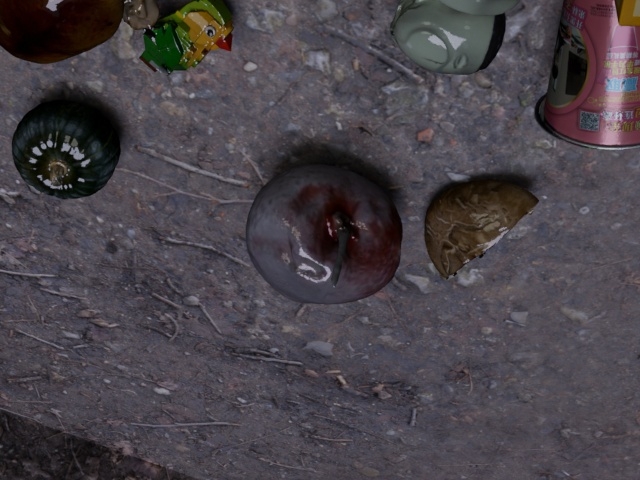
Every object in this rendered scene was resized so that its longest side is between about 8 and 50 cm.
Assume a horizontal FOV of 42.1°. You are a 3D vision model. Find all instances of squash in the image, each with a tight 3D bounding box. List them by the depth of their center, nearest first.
[{"bbox_3d":[-0.516,-0.184,1.689,0.218,0.172,0.218,2,107,5],"label":"squash"}]

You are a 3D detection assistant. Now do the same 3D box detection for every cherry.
[{"bbox_3d":[-0.011,-0.004,1.694,0.335,0.291,0.326,-9,154,42],"label":"cherry"}]

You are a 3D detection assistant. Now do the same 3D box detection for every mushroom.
[{"bbox_3d":[-0.442,-0.440,1.369,0.346,0.260,0.345,23,128,32],"label":"mushroom"},{"bbox_3d":[0.304,-0.045,1.716,0.151,0.156,0.286,48,132,1],"label":"mushroom"}]

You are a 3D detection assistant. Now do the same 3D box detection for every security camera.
[{"bbox_3d":[0.220,-0.378,1.305,0.191,0.196,0.277,7,146,-9],"label":"security camera"}]

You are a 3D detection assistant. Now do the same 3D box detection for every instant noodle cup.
[{"bbox_3d":[0.467,-0.305,1.314,0.244,0.243,0.255,1,131,11],"label":"instant noodle cup"}]

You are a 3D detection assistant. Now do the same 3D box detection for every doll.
[{"bbox_3d":[-0.244,-0.372,1.469,0.187,0.106,0.134,-10,116,22],"label":"doll"}]

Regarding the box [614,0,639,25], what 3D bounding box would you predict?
[{"bbox_3d":[0.546,-0.438,1.102,0.284,0.259,0.213,2,136,10],"label":"box"}]
